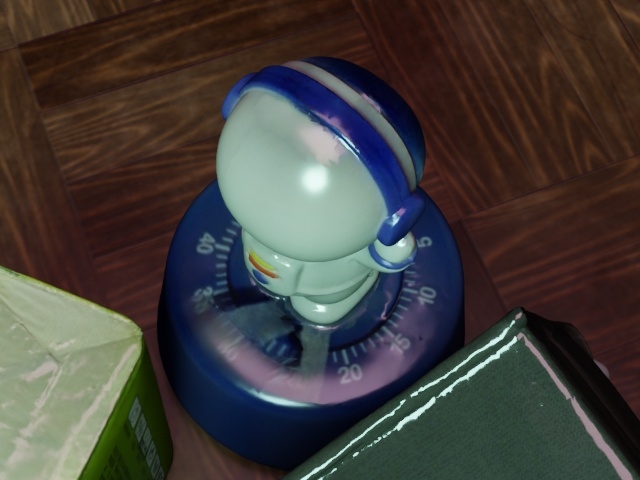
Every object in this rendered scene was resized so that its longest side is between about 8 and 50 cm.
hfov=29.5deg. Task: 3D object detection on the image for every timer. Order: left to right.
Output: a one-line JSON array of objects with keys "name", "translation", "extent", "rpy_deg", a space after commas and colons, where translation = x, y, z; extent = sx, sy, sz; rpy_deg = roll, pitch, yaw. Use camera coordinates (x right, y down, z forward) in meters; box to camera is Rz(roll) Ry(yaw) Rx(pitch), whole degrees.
[{"name": "timer", "translation": [0.000, 0.000, 0.916], "extent": [0.270, 0.383, 0.270], "rpy_deg": [1, 65, -2]}]

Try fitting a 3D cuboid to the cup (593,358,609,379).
[{"name": "cup", "translation": [0.198, 0.174, 1.012], "extent": [0.099, 0.136, 0.133], "rpy_deg": [-11, 60, 33]}]

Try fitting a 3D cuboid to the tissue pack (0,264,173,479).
[{"name": "tissue pack", "translation": [-0.222, 0.168, 0.888], "extent": [0.167, 0.274, 0.200], "rpy_deg": [20, 66, 8]}]

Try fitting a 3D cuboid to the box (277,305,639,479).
[{"name": "box", "translation": [0.077, 0.230, 0.823], "extent": [0.345, 0.251, 0.204], "rpy_deg": [-39, 72, 10]}]
